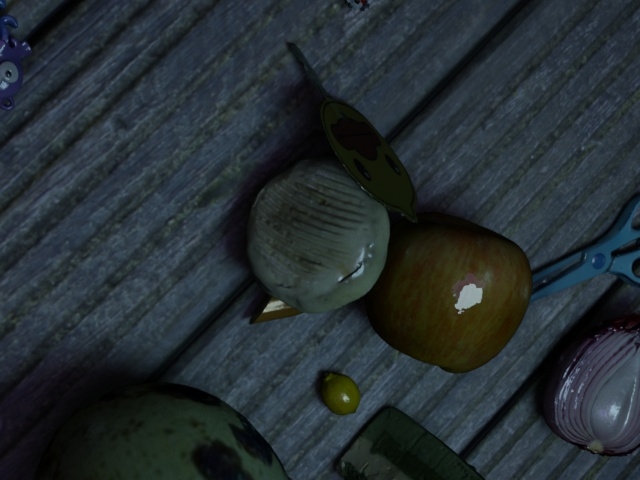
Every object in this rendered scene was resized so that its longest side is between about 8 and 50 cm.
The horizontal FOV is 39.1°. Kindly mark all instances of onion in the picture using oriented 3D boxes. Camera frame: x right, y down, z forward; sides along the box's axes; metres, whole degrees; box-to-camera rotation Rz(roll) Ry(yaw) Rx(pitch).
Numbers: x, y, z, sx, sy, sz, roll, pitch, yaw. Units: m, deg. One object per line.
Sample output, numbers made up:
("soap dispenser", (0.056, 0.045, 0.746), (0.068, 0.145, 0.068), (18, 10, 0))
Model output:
("onion", (0.519, 0.242, 1.629), (0.227, 0.120, 0.284), (26, 93, -21))

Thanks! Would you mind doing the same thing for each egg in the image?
("egg", (-0.204, 0.396, 1.262), (0.345, 0.345, 0.428), (-41, 109, -10))

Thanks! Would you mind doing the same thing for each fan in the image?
("fan", (0.050, -0.161, 1.358), (0.011, 0.229, 0.335), (-37, 82, 24))

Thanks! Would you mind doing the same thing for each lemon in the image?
("lemon", (0.032, 0.252, 1.480), (0.062, 0.062, 0.083), (-37, 97, -11))

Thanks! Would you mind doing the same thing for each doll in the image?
("doll", (-0.452, -0.272, 1.202), (0.110, 0.067, 0.206), (-23, 96, -25))

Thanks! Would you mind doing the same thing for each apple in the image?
("apple", (0.191, 0.086, 1.406), (0.264, 0.264, 0.264), (-4, 101, -20))

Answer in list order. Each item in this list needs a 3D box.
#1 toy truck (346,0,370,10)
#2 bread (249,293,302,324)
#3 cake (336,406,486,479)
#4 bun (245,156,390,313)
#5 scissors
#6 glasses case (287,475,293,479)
("toy truck", (0.045, -0.387, 1.389), (0.083, 0.024, 0.032), (50, 52, -18))
("bread", (-0.066, 0.094, 1.421), (0.103, 0.049, 0.062), (-10, 103, -21))
("cake", (0.145, 0.381, 1.440), (0.172, 0.283, 0.158), (39, 84, -6))
("bun", (0.000, 0.000, 1.352), (0.239, 0.239, 0.141), (-59, 147, -2))
("scissors", (0.505, 0.039, 1.636), (0.392, 0.032, 0.180), (-21, 107, -17))
("glasses case", (-0.117, 0.459, 1.467), (0.073, 0.049, 0.194), (39, 85, -20))
